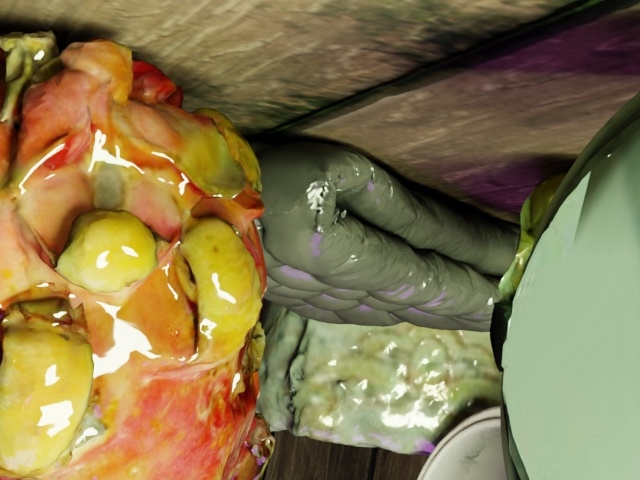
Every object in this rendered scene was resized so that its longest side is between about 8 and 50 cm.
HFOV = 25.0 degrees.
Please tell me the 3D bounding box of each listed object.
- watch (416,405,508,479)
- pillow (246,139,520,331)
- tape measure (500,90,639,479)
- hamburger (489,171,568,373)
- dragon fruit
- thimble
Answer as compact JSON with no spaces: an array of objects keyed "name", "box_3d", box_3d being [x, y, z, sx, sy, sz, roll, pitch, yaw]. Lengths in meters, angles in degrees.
[{"name":"watch","box_3d":[0.182,0.220,1.165,0.211,0.248,0.217,21,-170,-40]},{"name":"pillow","box_3d":[0.000,0.000,1.050,0.228,0.101,0.326,2,171,36]},{"name":"tape measure","box_3d":[0.193,0.047,0.483,0.262,0.259,0.138,11,174,36]},{"name":"hamburger","box_3d":[0.206,0.025,0.820,0.214,0.125,0.235,2,175,18]},{"name":"dragon fruit","box_3d":[-0.146,0.031,0.756,0.314,0.296,0.263,-17,163,-35]},{"name":"thimble","box_3d":[0.072,0.105,1.378,0.292,0.195,0.291,10,172,1]}]
